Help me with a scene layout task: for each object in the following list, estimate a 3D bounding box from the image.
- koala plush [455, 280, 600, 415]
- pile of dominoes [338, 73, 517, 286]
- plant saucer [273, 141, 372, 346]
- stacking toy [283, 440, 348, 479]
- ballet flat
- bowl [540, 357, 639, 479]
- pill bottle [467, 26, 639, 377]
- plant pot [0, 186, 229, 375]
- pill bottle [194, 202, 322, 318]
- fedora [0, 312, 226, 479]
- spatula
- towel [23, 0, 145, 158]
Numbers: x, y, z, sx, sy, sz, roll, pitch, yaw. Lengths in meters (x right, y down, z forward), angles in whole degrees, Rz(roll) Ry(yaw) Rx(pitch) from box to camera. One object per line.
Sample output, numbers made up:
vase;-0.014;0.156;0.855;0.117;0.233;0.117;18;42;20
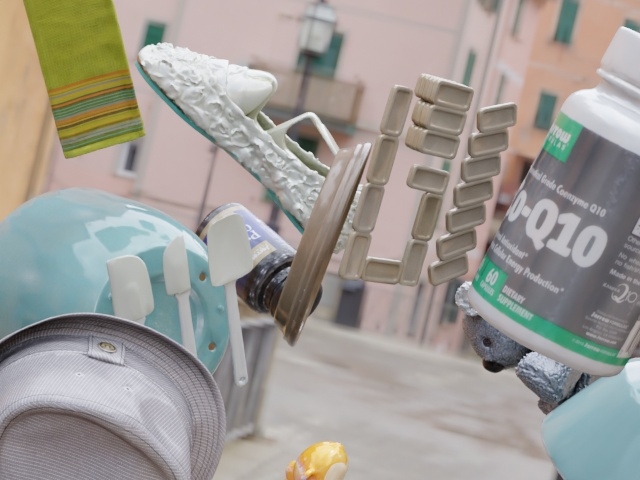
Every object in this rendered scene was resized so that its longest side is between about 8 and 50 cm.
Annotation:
koala plush;0.311;0.140;2.243;0.221;0.203;0.196;19;-15;29
pile of dominoes;0.123;-0.068;1.781;0.196;0.251;0.040;9;11;-37
plant saucer;0.000;0.000;1.886;0.041;0.277;0.278;21;0;1
stacking toy;-0.068;0.296;1.304;0.166;0.302;0.175;41;10;23
ballet flat;-0.076;-0.157;2.128;0.409;0.147;0.147;45;-5;-9
bowl;0.467;0.270;1.990;0.312;0.163;0.311;27;21;-11
pill bottle;0.333;-0.045;1.704;0.204;0.361;0.204;25;11;-5
plant pot;-0.242;0.085;1.801;0.293;0.293;0.235;13;-4;-35
pill bottle;-0.101;0.042;2.450;0.219;0.122;0.123;39;15;33
fedora;-0.213;0.199;1.398;0.275;0.243;0.124;28;6;-19
spatula;-0.145;0.094;1.667;0.168;0.242;0.019;-24;37;-27
towel;-0.269;-0.211;1.692;0.102;0.237;0.021;-22;30;-20
